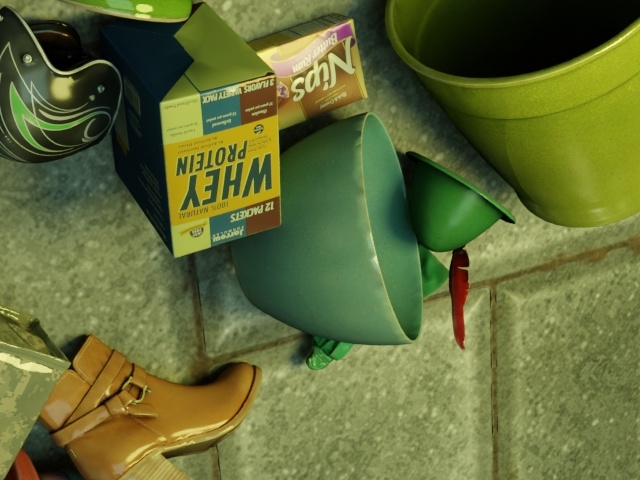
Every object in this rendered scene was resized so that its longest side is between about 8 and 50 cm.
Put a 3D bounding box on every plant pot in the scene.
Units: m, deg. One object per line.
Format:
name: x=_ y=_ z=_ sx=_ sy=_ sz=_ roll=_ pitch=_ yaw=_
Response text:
plant pot: x=0.000 y=0.000 z=1.517 sx=0.195 sy=0.290 sz=0.290 roll=-10 pitch=119 yaw=15
plant pot: x=0.316 y=-0.209 z=1.556 sx=0.366 sy=0.366 sz=0.353 roll=-40 pitch=133 yaw=-9

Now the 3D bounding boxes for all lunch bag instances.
lunch bag: x=-0.475 y=0.165 z=1.363 sx=0.287 sy=0.169 sz=0.235 roll=26 pitch=96 yaw=-37

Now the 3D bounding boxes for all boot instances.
boot: x=-0.219 y=0.199 z=1.554 sx=0.220 sy=0.109 sz=0.283 roll=43 pitch=54 yaw=-2

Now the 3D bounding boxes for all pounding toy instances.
pounding toy: x=-0.243 y=-0.314 z=1.289 sx=0.237 sy=0.183 sz=0.110 roll=6 pitch=110 yaw=-26

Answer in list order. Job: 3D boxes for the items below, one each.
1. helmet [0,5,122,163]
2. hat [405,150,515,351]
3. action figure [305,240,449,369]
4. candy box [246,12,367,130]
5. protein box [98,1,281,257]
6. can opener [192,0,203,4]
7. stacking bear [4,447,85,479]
helmet: x=-0.317 y=-0.168 z=1.324 sx=0.161 sy=0.169 sz=0.169 roll=-2 pitch=110 yaw=-39
hat: x=0.142 y=0.004 z=1.602 sx=0.173 sy=0.208 sz=0.183 roll=32 pitch=92 yaw=-13
action figure: x=0.064 y=0.092 z=1.664 sx=0.232 sy=0.137 sz=0.063 roll=-44 pitch=136 yaw=4
candy box: x=-0.039 y=-0.204 z=1.520 sx=0.187 sy=0.053 sz=0.109 roll=-21 pitch=117 yaw=-18
protein box: x=-0.149 y=-0.129 z=1.380 sx=0.136 sy=0.200 sz=0.201 roll=-17 pitch=130 yaw=-21
can opener: x=-0.180 y=-0.389 z=1.361 sx=0.093 sy=0.074 sz=0.280 roll=-32 pitch=120 yaw=-13
stacking bear: x=-0.278 y=0.367 z=1.559 sx=0.289 sy=0.164 sz=0.175 roll=11 pitch=104 yaw=-35
